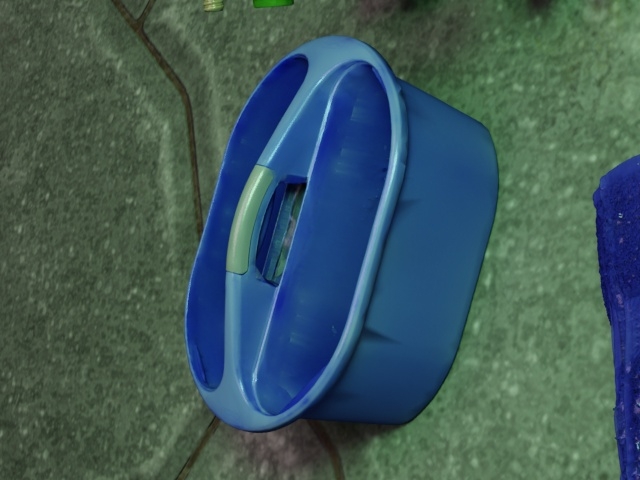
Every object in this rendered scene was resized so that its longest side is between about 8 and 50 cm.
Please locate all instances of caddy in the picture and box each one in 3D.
[{"bbox_3d":[0.000,0.000,1.361,0.241,0.179,0.341,13,88,53],"label":"caddy"}]

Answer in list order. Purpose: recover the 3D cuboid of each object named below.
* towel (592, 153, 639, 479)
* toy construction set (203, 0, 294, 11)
[{"bbox_3d":[0.279,0.067,1.072,0.228,0.076,0.308,-27,57,45],"label":"towel"},{"bbox_3d":[0.079,-0.319,1.303,0.309,0.257,0.237,1,100,30],"label":"toy construction set"}]
